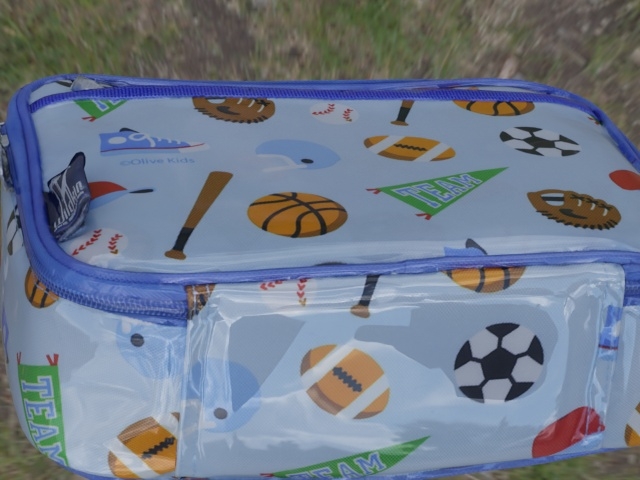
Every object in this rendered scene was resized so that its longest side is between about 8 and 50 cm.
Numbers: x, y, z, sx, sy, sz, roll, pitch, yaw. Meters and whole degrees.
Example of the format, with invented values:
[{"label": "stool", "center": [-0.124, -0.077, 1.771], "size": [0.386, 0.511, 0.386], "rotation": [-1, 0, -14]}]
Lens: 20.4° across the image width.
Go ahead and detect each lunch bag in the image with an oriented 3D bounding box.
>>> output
[{"label": "lunch bag", "center": [0.000, 0.000, 0.776], "size": [0.303, 0.243, 0.115], "rotation": [1, 117, -12]}]
